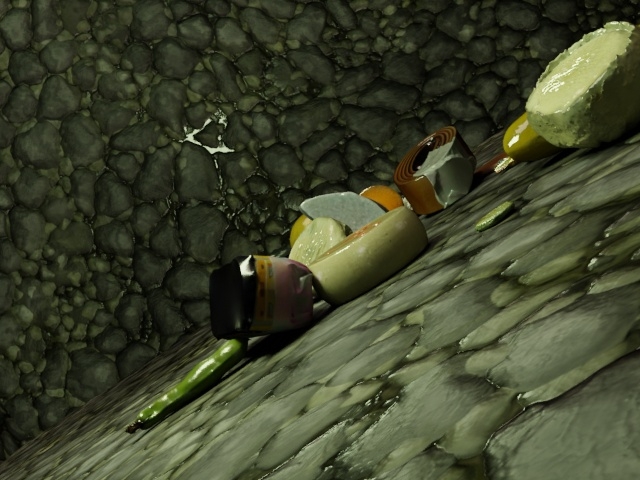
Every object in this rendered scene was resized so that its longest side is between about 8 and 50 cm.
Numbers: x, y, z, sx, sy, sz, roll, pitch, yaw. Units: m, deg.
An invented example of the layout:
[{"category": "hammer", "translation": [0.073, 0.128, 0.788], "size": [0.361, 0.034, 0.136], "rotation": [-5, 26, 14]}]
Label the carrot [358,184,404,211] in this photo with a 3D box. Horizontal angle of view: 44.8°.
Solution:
[{"category": "carrot", "translation": [0.193, -0.079, 2.389], "size": [0.159, 0.159, 0.225], "rotation": [-33, -9, 9]}]

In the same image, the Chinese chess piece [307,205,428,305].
[{"category": "Chinese chess piece", "translation": [0.098, 0.032, 1.634], "size": [0.273, 0.102, 0.273], "rotation": [-33, 2, 1]}]

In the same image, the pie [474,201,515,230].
[{"category": "pie", "translation": [0.308, -0.043, 1.369], "size": [0.085, 0.017, 0.085], "rotation": [-34, 1, 1]}]

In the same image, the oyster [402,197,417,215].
[{"category": "oyster", "translation": [0.338, -0.136, 2.355], "size": [0.191, 0.081, 0.163], "rotation": [-19, 38, 52]}]

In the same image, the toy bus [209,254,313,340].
[{"category": "toy bus", "translation": [-0.129, 0.123, 1.685], "size": [0.162, 0.171, 0.386], "rotation": [-1, -9, -18]}]

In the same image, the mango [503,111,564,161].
[{"category": "mango", "translation": [0.537, -0.278, 1.627], "size": [0.331, 0.142, 0.195], "rotation": [-33, -3, 20]}]

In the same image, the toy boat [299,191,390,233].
[{"category": "toy boat", "translation": [0.107, -0.056, 2.083], "size": [0.276, 0.111, 0.293], "rotation": [9, -4, 29]}]

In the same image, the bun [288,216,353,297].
[{"category": "bun", "translation": [0.012, 0.047, 1.917], "size": [0.237, 0.116, 0.210], "rotation": [-1, 71, 58]}]

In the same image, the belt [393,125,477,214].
[{"category": "belt", "translation": [0.327, -0.197, 2.190], "size": [0.217, 0.122, 0.339], "rotation": [-28, 18, 27]}]

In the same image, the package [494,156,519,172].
[{"category": "package", "translation": [0.517, -0.222, 2.048], "size": [0.108, 0.031, 0.120], "rotation": [-32, 2, 29]}]

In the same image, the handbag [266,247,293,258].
[{"category": "handbag", "translation": [-0.091, 0.104, 2.215], "size": [0.288, 0.152, 0.342], "rotation": [-25, 10, 44]}]

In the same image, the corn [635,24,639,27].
[{"category": "corn", "translation": [0.827, -0.486, 1.977], "size": [0.144, 0.144, 0.387], "rotation": [-33, 1, 16]}]

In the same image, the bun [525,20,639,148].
[{"category": "bun", "translation": [0.514, -0.271, 1.419], "size": [0.259, 0.152, 0.259], "rotation": [-44, 15, 15]}]

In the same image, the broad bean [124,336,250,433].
[{"category": "broad bean", "translation": [-0.267, 0.302, 1.604], "size": [0.318, 0.056, 0.098], "rotation": [-38, 2, -23]}]

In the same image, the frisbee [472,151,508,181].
[{"category": "frisbee", "translation": [0.551, -0.248, 2.289], "size": [0.250, 0.021, 0.251], "rotation": [-32, 2, 1]}]

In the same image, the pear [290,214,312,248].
[{"category": "pear", "translation": [0.000, 0.000, 2.493], "size": [0.208, 0.209, 0.209], "rotation": [-33, 2, 2]}]
